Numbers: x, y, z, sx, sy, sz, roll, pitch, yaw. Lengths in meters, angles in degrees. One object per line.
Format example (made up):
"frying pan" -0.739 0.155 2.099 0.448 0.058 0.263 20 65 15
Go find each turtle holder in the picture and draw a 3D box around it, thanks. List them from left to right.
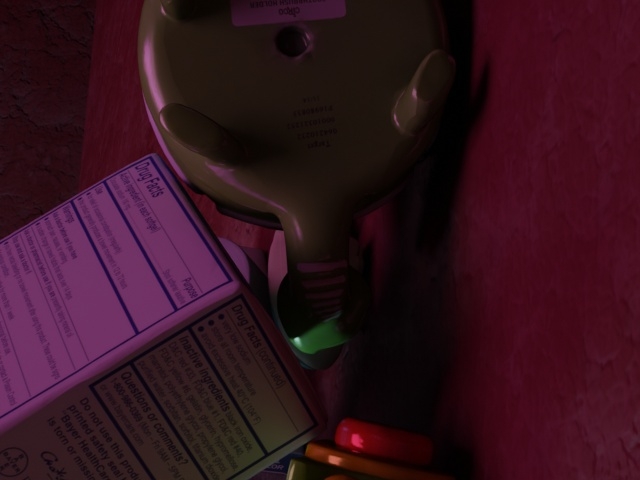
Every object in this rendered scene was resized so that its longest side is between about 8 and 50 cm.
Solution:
"turtle holder" -0.003 -0.103 1.272 0.320 0.243 0.227 53 170 10

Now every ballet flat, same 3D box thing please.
"ballet flat" 0.000 0.000 1.434 0.248 0.086 0.086 -95 20 -44

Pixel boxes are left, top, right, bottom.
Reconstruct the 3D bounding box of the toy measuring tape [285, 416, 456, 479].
"toy measuring tape" 0.045 0.187 1.171 0.330 0.121 0.121 40 -124 -81

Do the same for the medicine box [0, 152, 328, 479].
"medicine box" -0.181 0.102 1.214 0.149 0.289 0.263 62 175 -30

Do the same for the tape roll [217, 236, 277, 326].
"tape roll" -0.132 0.101 1.439 0.219 0.072 0.219 -27 35 21

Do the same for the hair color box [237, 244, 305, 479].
"hair color box" -0.130 0.132 1.650 0.347 0.174 0.105 -104 28 -56
